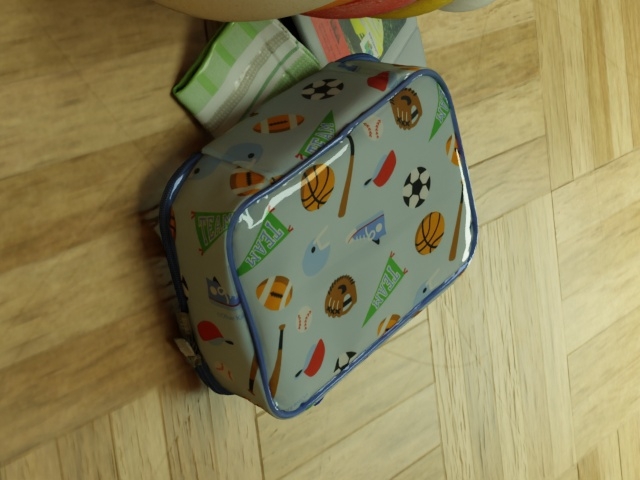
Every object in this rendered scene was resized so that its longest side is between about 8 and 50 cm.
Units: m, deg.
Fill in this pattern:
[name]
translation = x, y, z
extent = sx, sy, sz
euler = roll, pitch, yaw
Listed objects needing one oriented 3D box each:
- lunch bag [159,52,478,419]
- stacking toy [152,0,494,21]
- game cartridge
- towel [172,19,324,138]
[lunch bag]
translation = 0.000, 0.000, 1.566
extent = 0.303, 0.115, 0.243
euler = -37, 129, -33
[stacking toy]
translation = 0.043, -0.282, 1.501
extent = 0.480, 0.351, 0.350
euler = 28, 66, -63
[game cartridge]
translation = 0.012, -0.218, 1.700
extent = 0.294, 0.060, 0.196
euler = 66, 34, -34
[towel]
translation = -0.048, -0.124, 1.578
extent = 0.113, 0.023, 0.152
euler = -56, 136, -9
